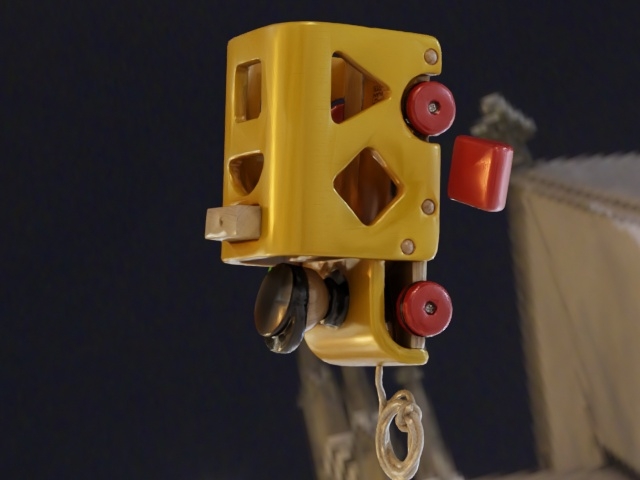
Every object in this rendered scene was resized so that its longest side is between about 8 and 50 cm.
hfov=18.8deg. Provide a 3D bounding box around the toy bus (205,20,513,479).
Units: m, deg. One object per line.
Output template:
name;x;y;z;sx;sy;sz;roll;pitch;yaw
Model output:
toy bus;-0.002;-0.011;0.963;0.104;0.202;0.191;4;-52;-28
